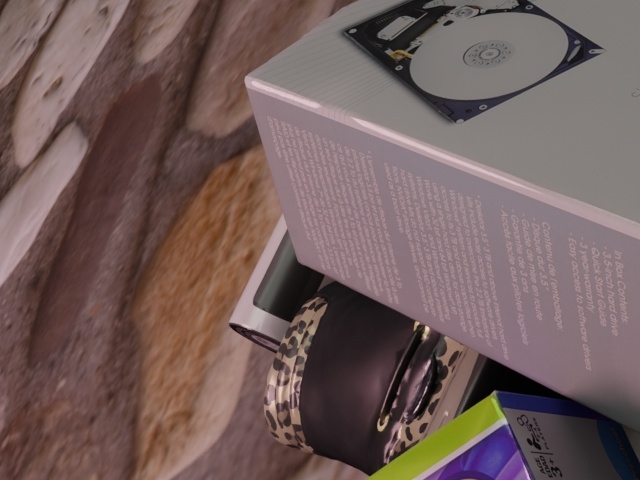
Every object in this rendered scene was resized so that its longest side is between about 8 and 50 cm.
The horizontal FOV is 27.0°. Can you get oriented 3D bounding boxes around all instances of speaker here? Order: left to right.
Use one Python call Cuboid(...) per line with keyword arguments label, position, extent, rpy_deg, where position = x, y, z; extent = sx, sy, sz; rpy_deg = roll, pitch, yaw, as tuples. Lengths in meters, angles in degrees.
Cuboid(label="speaker", position=(0.000, 0.000, 0.773), extent=(0.055, 0.055, 0.136), rpy_deg=(8, 68, 57))

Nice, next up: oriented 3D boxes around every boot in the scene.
Cuboid(label="boot", position=(0.069, 0.017, 0.630), extent=(0.178, 0.085, 0.236), rpy_deg=(8, 68, 61))

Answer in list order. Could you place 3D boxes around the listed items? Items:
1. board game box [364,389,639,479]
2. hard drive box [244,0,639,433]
Cuboid(label="board game box", position=(-0.002, 0.241, 0.448), extent=(0.347, 0.078, 0.233), rpy_deg=(-40, 57, 27))
Cuboid(label="hard drive box", position=(0.121, -0.035, 0.444), extent=(0.181, 0.089, 0.232), rpy_deg=(-38, 42, -27))
